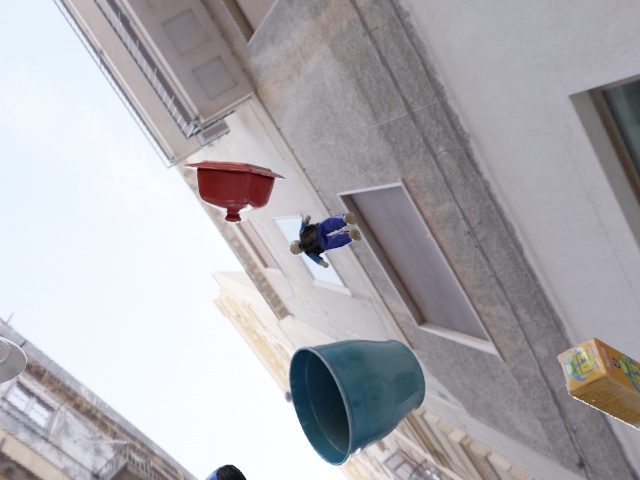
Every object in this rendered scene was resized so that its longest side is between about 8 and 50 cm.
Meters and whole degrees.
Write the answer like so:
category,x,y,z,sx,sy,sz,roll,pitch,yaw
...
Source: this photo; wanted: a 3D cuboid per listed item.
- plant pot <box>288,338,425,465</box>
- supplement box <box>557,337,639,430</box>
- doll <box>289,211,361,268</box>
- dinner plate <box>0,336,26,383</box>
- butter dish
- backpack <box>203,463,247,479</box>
category,x,y,z,sx,sy,sz,roll,pitch,yaw
plant pot,0.100,0.354,1.202,0.256,0.272,0.271,-11,-85,-29
supplement box,0.511,0.249,0.835,0.234,0.080,0.078,26,-139,-18
doll,0.000,0.000,1.129,0.046,0.189,0.128,-15,-92,-53
dinner plate,-0.494,0.161,0.708,0.141,0.141,0.017,16,-76,-20
butter dish,-0.171,-0.094,1.001,0.160,0.160,0.118,7,-86,20
backpack,-0.185,0.505,0.967,0.101,0.098,0.120,-40,-111,4
